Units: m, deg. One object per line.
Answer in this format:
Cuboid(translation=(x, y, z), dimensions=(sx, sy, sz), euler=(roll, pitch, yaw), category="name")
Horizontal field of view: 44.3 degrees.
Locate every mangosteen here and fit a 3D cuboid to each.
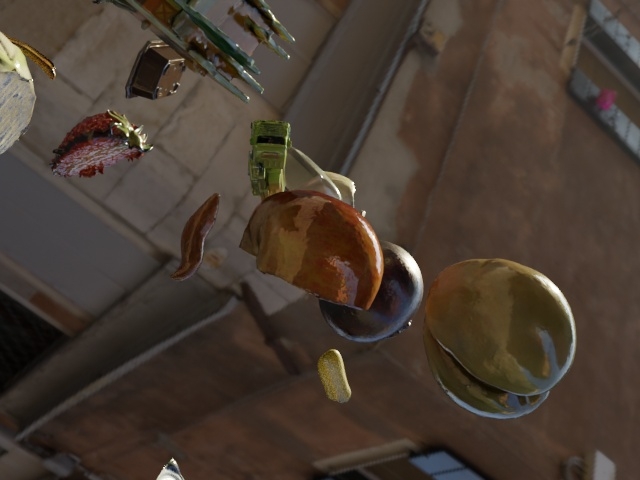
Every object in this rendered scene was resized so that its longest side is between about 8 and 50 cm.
Cuboid(translation=(0.118, 0.116, 2.223), dimensions=(0.306, 0.359, 0.306), euler=(-39, -178, 1), category="mangosteen")

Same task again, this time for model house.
Cuboid(translation=(-0.157, -0.376, 1.232), dimensions=(0.242, 0.313, 0.357), euler=(-54, -158, 0), category="model house")

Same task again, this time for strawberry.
Cuboid(translation=(-0.660, -0.283, 2.255), dimensions=(0.306, 0.138, 0.233), euler=(-15, 167, 21), category="strawberry")

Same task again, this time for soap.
Cuboid(translation=(0.037, 0.391, 2.241), dimensions=(0.089, 0.168, 0.033), euler=(-25, -159, -32), category="soap")

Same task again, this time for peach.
Cuboid(translation=(0.309, 0.167, 1.399), dimensions=(0.247, 0.292, 0.292), euler=(-12, -169, -11), category="peach")

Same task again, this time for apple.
Cuboid(translation=(0.000, 0.000, 1.412), dimensions=(0.163, 0.251, 0.293), euler=(-67, -158, 6), category="apple")

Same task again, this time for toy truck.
Cuboid(translation=(-0.096, -0.137, 1.451), dimensions=(0.169, 0.077, 0.100), euler=(104, -13, -56), category="toy truck")

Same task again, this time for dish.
Cuboid(translation=(-0.064, -0.143, 1.853), dimensions=(0.151, 0.077, 0.212), euler=(-28, -135, -14), category="dish")

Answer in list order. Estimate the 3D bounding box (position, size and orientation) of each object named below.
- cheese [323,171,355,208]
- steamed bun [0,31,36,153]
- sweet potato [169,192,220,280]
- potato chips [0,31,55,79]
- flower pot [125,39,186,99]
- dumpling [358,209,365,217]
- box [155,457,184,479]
Cuboid(translation=(-0.021, -0.058, 2.003), dimensions=(0.233, 0.266, 0.127), euler=(-10, -134, -5), category="cheese")
Cuboid(translation=(-0.732, -0.309, 1.516), dimensions=(0.309, 0.309, 0.309), euler=(-46, -163, 18), category="steamed bun")
Cuboid(translation=(-0.258, -0.008, 1.634), dimensions=(0.058, 0.055, 0.202), euler=(3, -109, 53), category="sweet potato")
Cuboid(translation=(-0.651, -0.411, 1.674), dimensions=(0.037, 0.204, 0.026), euler=(-55, -169, 23), category="potato chips")
Cuboid(translation=(-0.461, -0.480, 2.269), dimensions=(0.179, 0.084, 0.251), euler=(-64, 178, 18), category="flower pot")
Cuboid(translation=(0.039, 0.013, 1.747), dimensions=(0.118, 0.136, 0.199), euler=(25, -129, 37), category="dumpling")
Cuboid(translation=(-0.274, 0.687, 1.759), dimensions=(0.106, 0.337, 0.264), euler=(-18, -163, 20), category="box")
